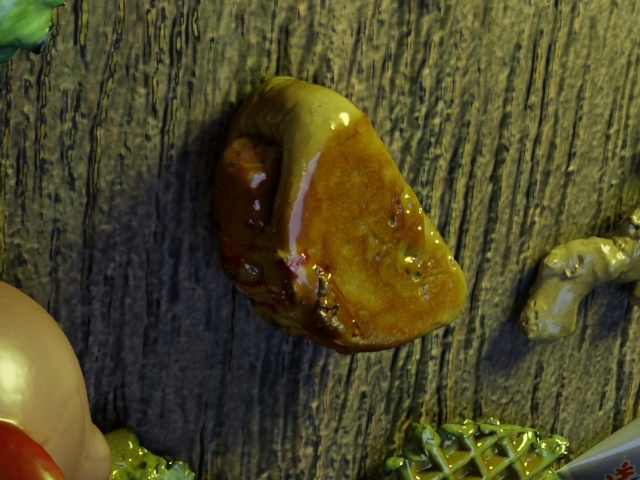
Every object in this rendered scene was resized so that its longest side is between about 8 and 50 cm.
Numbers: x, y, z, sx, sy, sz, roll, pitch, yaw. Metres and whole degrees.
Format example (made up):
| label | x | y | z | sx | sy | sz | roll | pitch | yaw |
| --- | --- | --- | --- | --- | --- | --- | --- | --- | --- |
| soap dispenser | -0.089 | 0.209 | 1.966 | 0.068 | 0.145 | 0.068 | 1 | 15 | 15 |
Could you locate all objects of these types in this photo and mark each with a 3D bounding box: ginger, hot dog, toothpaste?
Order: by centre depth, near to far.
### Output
| label | x | y | z | sx | sy | sz | roll | pitch | yaw |
| --- | --- | --- | --- | --- | --- | --- | --- | --- | --- |
| hot dog | 0.000 | 0.000 | 1.362 | 0.153 | 0.150 | 0.257 | -43 | 125 | -13 |
| ginger | 0.298 | 0.013 | 1.563 | 0.259 | 0.065 | 0.149 | -49 | 126 | -2 |
| toothpaste | 0.399 | 0.176 | 1.690 | 0.371 | 0.080 | 0.125 | -33 | 128 | 0 |

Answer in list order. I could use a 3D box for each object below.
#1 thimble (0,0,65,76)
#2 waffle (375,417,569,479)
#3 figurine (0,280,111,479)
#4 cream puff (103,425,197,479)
| label | x | y | z | sx | sy | sz | roll | pitch | yaw |
| --- | --- | --- | --- | --- | --- | --- | --- | --- | --- |
| thimble | -0.255 | -0.211 | 1.105 | 0.150 | 0.219 | 0.219 | 32 | 96 | -35 |
| waffle | 0.128 | 0.256 | 1.593 | 0.214 | 0.054 | 0.208 | 13 | 109 | -33 |
| figurine | -0.282 | 0.129 | 1.219 | 0.269 | 0.261 | 0.211 | -4 | 100 | 11 |
| cream puff | -0.146 | 0.278 | 1.400 | 0.221 | 0.195 | 0.195 | 30 | 97 | -30 |
